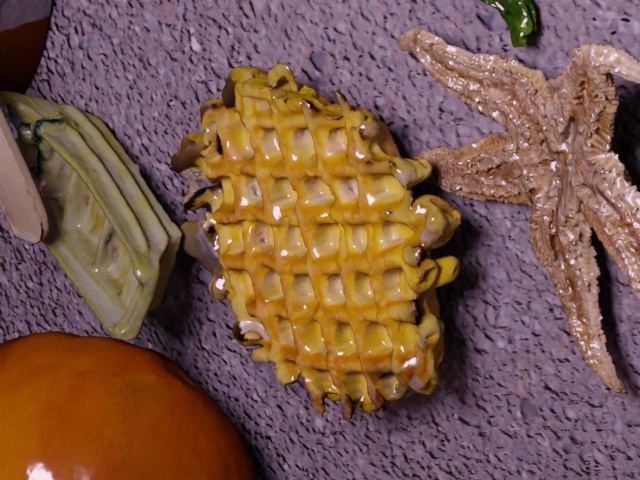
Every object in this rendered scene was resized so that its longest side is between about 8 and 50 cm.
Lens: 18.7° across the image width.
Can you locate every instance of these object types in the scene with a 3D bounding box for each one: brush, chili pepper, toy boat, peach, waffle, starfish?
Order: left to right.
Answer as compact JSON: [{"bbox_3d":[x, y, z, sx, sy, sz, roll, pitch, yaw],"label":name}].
[{"bbox_3d":[-0.307,-0.151,1.686,0.085,0.020,0.336,-6,110,40],"label":"brush"},{"bbox_3d":[-0.214,0.234,1.736,0.342,0.343,0.302,1,65,42],"label":"peach"},{"bbox_3d":[-0.208,-0.032,1.744,0.276,0.084,0.111,48,133,33],"label":"toy boat"},{"bbox_3d":[-0.007,-0.006,1.598,0.329,0.062,0.329,27,128,42],"label":"waffle"},{"bbox_3d":[0.130,-0.183,1.438,0.091,0.034,0.030,48,166,14],"label":"chili pepper"},{"bbox_3d":[0.166,-0.050,1.441,0.302,0.060,0.299,35,143,39],"label":"starfish"}]

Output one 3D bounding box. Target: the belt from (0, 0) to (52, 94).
[{"bbox_3d":[-0.350,-0.251,1.769,0.217,0.122,0.339,37,129,26],"label":"belt"}]
